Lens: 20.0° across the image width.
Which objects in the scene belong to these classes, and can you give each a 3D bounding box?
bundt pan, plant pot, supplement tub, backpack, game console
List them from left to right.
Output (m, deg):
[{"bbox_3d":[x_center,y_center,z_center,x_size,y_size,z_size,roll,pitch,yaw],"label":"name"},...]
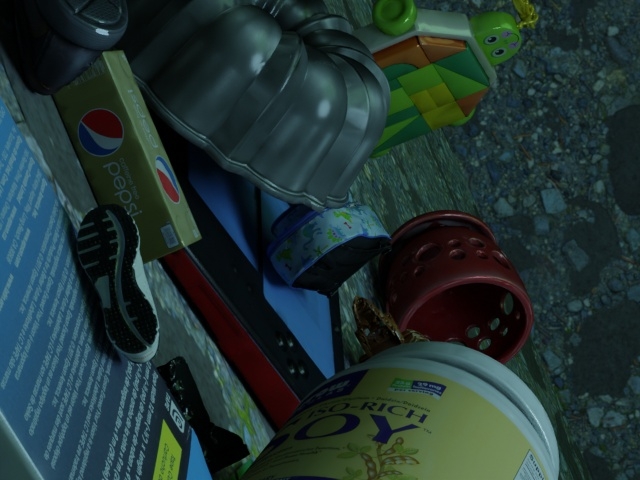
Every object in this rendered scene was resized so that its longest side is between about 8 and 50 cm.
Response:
[{"bbox_3d":[-0.072,-0.006,1.849,0.387,0.060,0.342,-95,159,-54],"label":"game console"},{"bbox_3d":[-0.063,-0.183,1.742,0.331,0.124,0.331,36,20,-16],"label":"bundt pan"},{"bbox_3d":[0.000,0.000,1.805,0.084,0.105,0.114,55,19,15],"label":"backpack"},{"bbox_3d":[0.049,0.234,1.399,0.241,0.241,0.331,65,26,-11],"label":"supplement tub"},{"bbox_3d":[0.177,0.069,2.457,0.191,0.191,0.174,58,11,-38],"label":"plant pot"}]

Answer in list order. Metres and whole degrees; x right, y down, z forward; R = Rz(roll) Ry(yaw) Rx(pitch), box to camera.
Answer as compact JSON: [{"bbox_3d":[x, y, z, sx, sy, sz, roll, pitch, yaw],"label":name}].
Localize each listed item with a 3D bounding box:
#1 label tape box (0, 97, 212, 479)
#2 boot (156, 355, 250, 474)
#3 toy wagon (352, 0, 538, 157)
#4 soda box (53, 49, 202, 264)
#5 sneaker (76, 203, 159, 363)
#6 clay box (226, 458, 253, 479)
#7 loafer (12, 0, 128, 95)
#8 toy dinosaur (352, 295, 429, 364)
[{"bbox_3d":[-0.180,0.113,1.091,0.249,0.115,0.348,-87,154,-63],"label":"label tape box"},{"bbox_3d":[-0.105,0.145,1.499,0.099,0.045,0.121,65,13,4],"label":"boot"},{"bbox_3d":[0.119,-0.218,2.331,0.267,0.344,0.068,48,26,-57],"label":"toy wagon"},{"bbox_3d":[-0.168,-0.070,1.561,0.061,0.058,0.181,-33,101,-77],"label":"soda box"},{"bbox_3d":[-0.126,0.029,1.139,0.044,0.040,0.109,84,-8,-66],"label":"sneaker"},{"bbox_3d":[-0.016,0.297,1.579,0.127,0.053,0.222,-33,101,-75],"label":"clay box"},{"bbox_3d":[-0.238,-0.248,1.558,0.109,0.095,0.303,20,36,-32],"label":"loafer"},{"bbox_3d":[0.100,0.182,2.150,0.322,0.164,0.218,31,20,-40],"label":"toy dinosaur"}]
